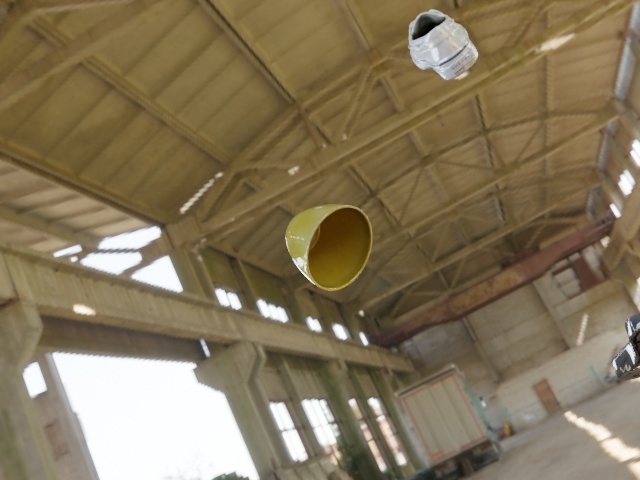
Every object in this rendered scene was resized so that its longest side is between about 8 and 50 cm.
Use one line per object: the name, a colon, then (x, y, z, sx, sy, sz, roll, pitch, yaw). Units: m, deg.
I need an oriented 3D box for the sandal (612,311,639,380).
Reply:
sandal: (0.394, 0.122, 0.879, 0.097, 0.054, 0.254, -17, -27, 7)

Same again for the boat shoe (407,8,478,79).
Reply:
boat shoe: (0.161, -0.285, 1.075, 0.083, 0.076, 0.226, -37, 19, 6)

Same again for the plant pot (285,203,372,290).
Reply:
plant pot: (0.000, 0.000, 1.212, 0.134, 0.134, 0.095, -17, 27, -38)
